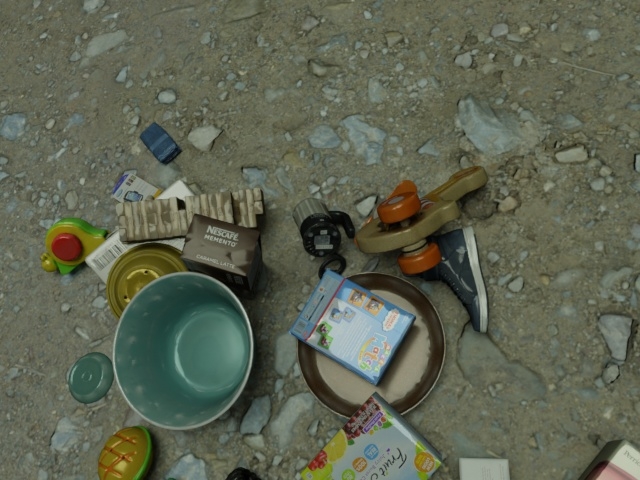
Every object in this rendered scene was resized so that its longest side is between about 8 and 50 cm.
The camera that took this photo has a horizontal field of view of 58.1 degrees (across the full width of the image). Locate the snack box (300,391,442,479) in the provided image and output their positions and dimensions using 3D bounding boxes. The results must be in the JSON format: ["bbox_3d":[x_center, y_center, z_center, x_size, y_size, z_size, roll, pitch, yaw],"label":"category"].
[{"bbox_3d":[0.096,0.422,1.083,0.174,0.070,0.207,43,95,14],"label":"snack box"}]

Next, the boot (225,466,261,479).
[{"bbox_3d":[-0.138,0.631,1.058,0.260,0.131,0.348,-42,65,-4],"label":"boot"}]

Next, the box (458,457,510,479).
[{"bbox_3d":[0.294,0.444,1.035,0.087,0.102,0.101,-3,69,11],"label":"box"}]

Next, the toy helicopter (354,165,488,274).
[{"bbox_3d":[0.215,-0.066,1.215,0.355,0.235,0.140,-32,105,-29],"label":"toy helicopter"}]

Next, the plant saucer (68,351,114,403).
[{"bbox_3d":[-0.541,0.318,1.346,0.119,0.021,0.119,-5,69,12],"label":"plant saucer"}]

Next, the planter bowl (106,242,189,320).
[{"bbox_3d":[-0.389,0.112,1.303,0.217,0.090,0.217,0,89,-2],"label":"planter bowl"}]

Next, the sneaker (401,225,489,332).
[{"bbox_3d":[0.256,0.090,1.191,0.163,0.086,0.226,-10,65,8],"label":"sneaker"}]

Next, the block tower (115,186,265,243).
[{"bbox_3d":[-0.296,-0.054,1.312,0.336,0.097,0.090,-7,87,-1],"label":"block tower"}]

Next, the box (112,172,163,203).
[{"bbox_3d":[-0.477,-0.119,1.499,0.136,0.028,0.081,29,79,25],"label":"box"}]

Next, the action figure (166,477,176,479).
[{"bbox_3d":[-0.393,0.560,1.173,0.232,0.137,0.063,-33,88,-9],"label":"action figure"}]

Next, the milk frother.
[{"bbox_3d":[0.000,0.000,1.296,0.134,0.129,0.143,-112,41,-60],"label":"milk frother"}]

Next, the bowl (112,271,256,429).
[{"bbox_3d":[-0.257,0.231,1.215,0.312,0.163,0.311,-3,77,15],"label":"bowl"}]

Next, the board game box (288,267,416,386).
[{"bbox_3d":[0.064,0.175,1.183,0.211,0.039,0.160,27,78,23],"label":"board game box"}]

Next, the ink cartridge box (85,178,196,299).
[{"bbox_3d":[-0.360,0.046,1.384,0.296,0.066,0.261,-41,90,-3],"label":"ink cartridge box"}]

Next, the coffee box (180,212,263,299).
[{"bbox_3d":[-0.201,0.042,1.225,0.141,0.246,0.098,15,73,0],"label":"coffee box"}]

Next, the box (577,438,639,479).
[{"bbox_3d":[0.489,0.471,0.960,0.149,0.127,0.232,39,83,25],"label":"box"}]

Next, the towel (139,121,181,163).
[{"bbox_3d":[-0.429,-0.259,1.540,0.067,0.029,0.119,-42,66,-4],"label":"towel"}]

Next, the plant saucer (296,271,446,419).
[{"bbox_3d":[0.104,0.219,1.202,0.311,0.050,0.310,-5,67,12],"label":"plant saucer"}]

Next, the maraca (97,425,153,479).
[{"bbox_3d":[-0.407,0.472,1.194,0.127,0.099,0.185,-24,40,18],"label":"maraca"}]

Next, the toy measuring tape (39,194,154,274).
[{"bbox_3d":[-0.571,-0.036,1.430,0.330,0.121,0.121,-36,65,6],"label":"toy measuring tape"}]
